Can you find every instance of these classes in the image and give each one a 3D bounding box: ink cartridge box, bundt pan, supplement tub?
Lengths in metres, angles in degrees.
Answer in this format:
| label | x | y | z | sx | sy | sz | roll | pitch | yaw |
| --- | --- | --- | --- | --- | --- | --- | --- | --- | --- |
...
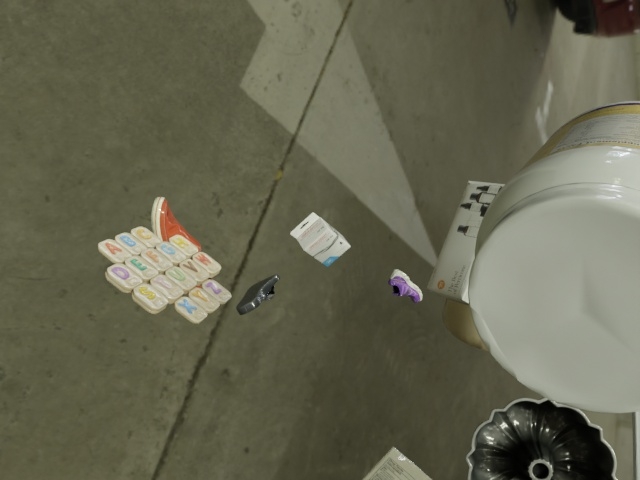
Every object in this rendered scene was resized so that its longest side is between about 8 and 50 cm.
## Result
| label | x | y | z | sx | sy | sz | roll | pitch | yaw |
| --- | --- | --- | --- | --- | --- | --- | --- | --- | --- |
| ink cartridge box | 0.000 | 0.000 | 1.874 | 0.104 | 0.060 | 0.180 | -42 | 140 | 10 |
| bundt pan | 0.504 | 0.523 | 1.413 | 0.124 | 0.331 | 0.330 | 29 | 67 | -78 |
| supplement tub | 0.306 | -0.001 | 0.635 | 0.331 | 0.241 | 0.241 | -36 | 122 | -51 |

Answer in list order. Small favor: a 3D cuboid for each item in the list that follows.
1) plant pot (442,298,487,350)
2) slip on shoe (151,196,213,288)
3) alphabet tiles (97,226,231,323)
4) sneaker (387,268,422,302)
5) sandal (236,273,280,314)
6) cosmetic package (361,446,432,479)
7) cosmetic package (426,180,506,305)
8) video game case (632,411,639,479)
| label | x | y | z | sx | sy | sz | roll | pitch | yaw |
| --- | --- | --- | --- | --- | --- | --- | --- | --- | --- |
| plant pot | 0.431 | 0.081 | 1.448 | 0.256 | 0.256 | 0.274 | -39 | 135 | -50 |
| slip on shoe | -0.391 | 0.014 | 1.710 | 0.123 | 0.101 | 0.331 | -93 | 170 | -55 |
| alphabet tiles | -0.337 | 0.067 | 1.337 | 0.021 | 0.278 | 0.284 | -57 | 173 | 24 |
| sneaker | 0.267 | 0.157 | 1.959 | 0.071 | 0.068 | 0.170 | -52 | 128 | -7 |
| sandal | -0.188 | 0.173 | 1.854 | 0.054 | 0.097 | 0.254 | 61 | 24 | -10 |
| cosmetic package | 0.136 | 0.670 | 1.450 | 0.296 | 0.153 | 0.129 | -38 | 140 | -22 |
| cosmetic package | 0.299 | 0.004 | 1.190 | 0.060 | 0.099 | 0.239 | 26 | 83 | -35 |
| video game case | 0.783 | 0.466 | 1.313 | 0.023 | 0.193 | 0.212 | 38 | 54 | -77 |
